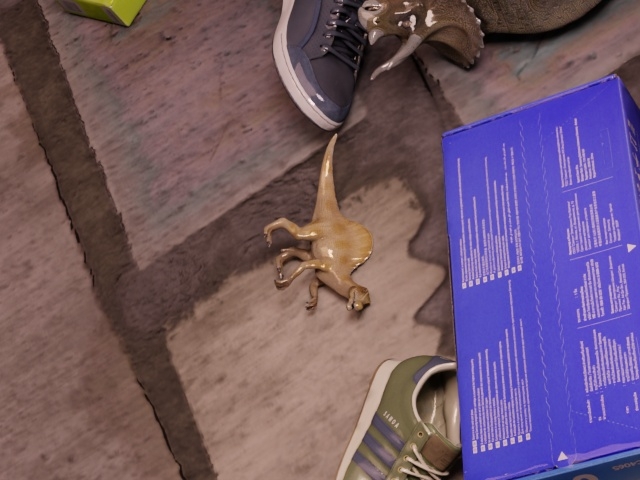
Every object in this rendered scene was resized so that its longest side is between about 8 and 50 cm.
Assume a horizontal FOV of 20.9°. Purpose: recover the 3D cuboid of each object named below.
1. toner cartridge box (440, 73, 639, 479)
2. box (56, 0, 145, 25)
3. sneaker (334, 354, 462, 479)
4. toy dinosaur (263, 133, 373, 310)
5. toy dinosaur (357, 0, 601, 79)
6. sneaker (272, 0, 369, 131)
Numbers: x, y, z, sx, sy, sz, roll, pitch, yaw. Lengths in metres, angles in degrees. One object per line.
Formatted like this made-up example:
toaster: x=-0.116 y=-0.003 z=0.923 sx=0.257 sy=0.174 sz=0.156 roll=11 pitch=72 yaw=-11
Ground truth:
toner cartridge box: x=0.190 y=0.043 z=1.370 sx=0.165 sy=0.075 sz=0.348 roll=-19 pitch=50 yaw=24
box: x=-0.211 y=-0.326 z=1.923 sx=0.109 sy=0.042 sz=0.178 roll=18 pitch=70 yaw=40
sneaker: x=0.068 y=0.171 z=1.358 sx=0.086 sy=0.064 sz=0.192 roll=-14 pitch=48 yaw=43
toy dinosaur: x=0.000 y=0.000 z=1.557 sx=0.092 sy=0.053 sz=0.183 roll=-15 pitch=58 yaw=5
toy dinosaur: x=0.191 y=-0.245 z=1.569 sx=0.313 sy=0.121 sz=0.160 roll=-12 pitch=77 yaw=15
sneaker: x=0.038 y=-0.223 z=1.632 sx=0.163 sy=0.086 sz=0.226 roll=-32 pitch=44 yaw=33
